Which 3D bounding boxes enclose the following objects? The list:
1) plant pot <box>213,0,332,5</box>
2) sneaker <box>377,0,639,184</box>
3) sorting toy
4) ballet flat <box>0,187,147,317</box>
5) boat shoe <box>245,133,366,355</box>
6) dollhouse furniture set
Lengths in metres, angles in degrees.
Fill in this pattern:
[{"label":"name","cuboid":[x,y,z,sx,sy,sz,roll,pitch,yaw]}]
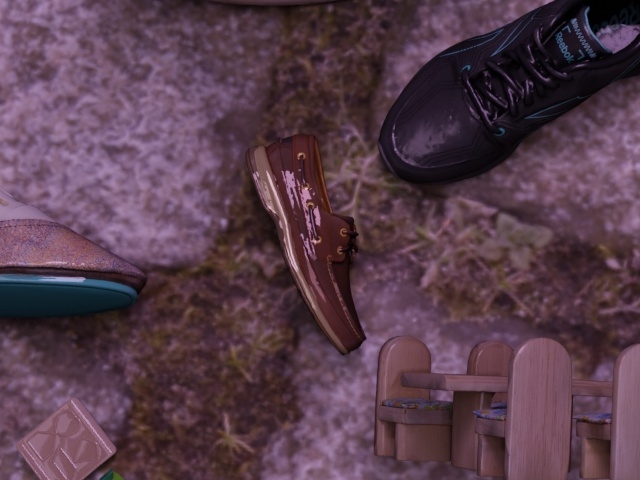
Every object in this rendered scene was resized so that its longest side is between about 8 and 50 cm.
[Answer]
[{"label":"plant pot","cuboid":[-0.021,-0.383,1.112,0.334,0.334,0.305,-7,72,5]},{"label":"sneaker","cuboid":[0.158,-0.135,1.154,0.267,0.106,0.101,-32,83,3]},{"label":"sorting toy","cuboid":[-0.192,0.174,1.200,0.062,0.012,0.083,-39,79,-4]},{"label":"ballet flat","cuboid":[-0.292,0.009,1.186,0.316,0.107,0.106,-5,70,4]},{"label":"boat shoe","cuboid":[0.000,0.000,1.174,0.060,0.064,0.178,-23,80,5]},{"label":"dollhouse furniture set","cuboid":[0.183,0.082,1.081,0.242,0.212,0.161,4,86,-21]}]
